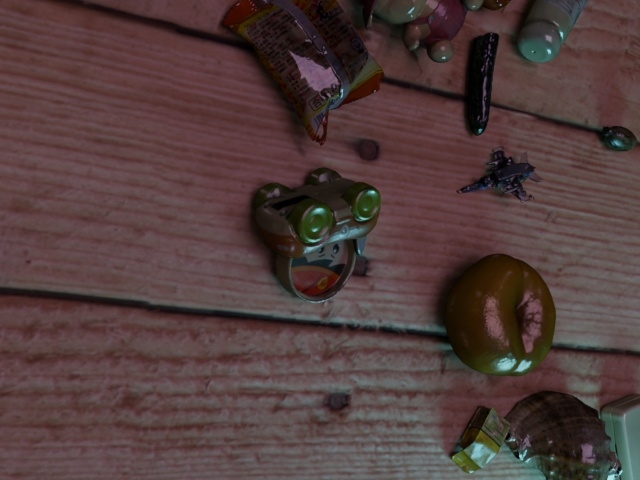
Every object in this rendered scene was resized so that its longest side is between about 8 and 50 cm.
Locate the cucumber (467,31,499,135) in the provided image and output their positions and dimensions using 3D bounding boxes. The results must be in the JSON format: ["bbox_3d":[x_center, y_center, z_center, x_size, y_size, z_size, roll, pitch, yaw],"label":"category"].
[{"bbox_3d":[0.329,-0.320,1.893,0.058,0.052,0.215,13,83,-59],"label":"cucumber"}]

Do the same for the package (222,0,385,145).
[{"bbox_3d":[-0.010,-0.343,1.654,0.223,0.108,0.288,-43,107,-27],"label":"package"}]

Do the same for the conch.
[{"bbox_3d":[0.526,0.430,1.929,0.291,0.159,0.210,26,77,-26],"label":"conch"}]

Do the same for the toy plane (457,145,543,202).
[{"bbox_3d":[0.367,-0.130,1.903,0.188,0.062,0.135,-13,67,-28],"label":"toy plane"}]

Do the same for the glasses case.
[{"bbox_3d":[0.722,0.515,2.097,0.131,0.070,0.313,-12,94,-31],"label":"glasses case"}]

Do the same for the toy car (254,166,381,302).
[{"bbox_3d":[0.000,0.000,1.650,0.235,0.145,0.235,-15,116,-33],"label":"toy car"}]

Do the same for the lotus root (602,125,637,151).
[{"bbox_3d":[0.676,-0.232,2.099,0.099,0.054,0.049,18,59,-31],"label":"lotus root"}]

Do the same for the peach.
[{"bbox_3d":[0.361,0.151,1.845,0.251,0.153,0.251,-4,97,-35],"label":"peach"}]

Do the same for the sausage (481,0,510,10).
[{"bbox_3d":[0.263,-0.583,1.833,0.330,0.102,0.102,37,71,-26],"label":"sausage"}]

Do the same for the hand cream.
[{"bbox_3d":[0.518,-0.518,1.989,0.147,0.093,0.306,41,67,-25],"label":"hand cream"}]

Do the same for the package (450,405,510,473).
[{"bbox_3d":[0.325,0.406,1.871,0.071,0.047,0.131,48,65,-25],"label":"package"}]

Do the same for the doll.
[{"bbox_3d":[0.169,-0.463,1.741,0.256,0.152,0.196,31,60,-23],"label":"doll"}]
